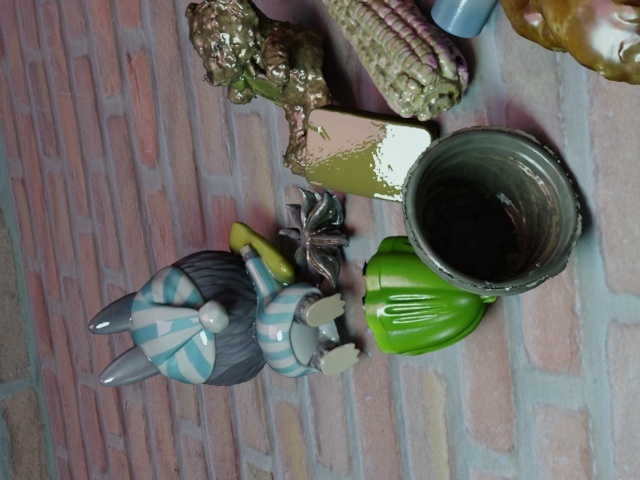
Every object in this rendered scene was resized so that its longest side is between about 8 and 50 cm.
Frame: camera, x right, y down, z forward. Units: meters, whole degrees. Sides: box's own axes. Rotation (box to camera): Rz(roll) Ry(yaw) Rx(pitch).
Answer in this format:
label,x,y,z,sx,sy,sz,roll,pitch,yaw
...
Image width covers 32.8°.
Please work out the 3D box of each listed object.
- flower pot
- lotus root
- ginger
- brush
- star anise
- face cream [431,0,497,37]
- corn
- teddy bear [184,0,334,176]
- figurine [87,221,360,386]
label,x,y,z,sx,sy,sz,roll,pitch,yaw
flower pot,0.214,-0.021,1.425,0.140,0.235,0.235,98,149,-69
lotus root,0.174,0.078,1.546,0.186,0.186,0.186,23,119,50
ginger,0.290,-0.350,1.202,0.274,0.152,0.357,40,149,57
brush,0.076,-0.130,1.621,0.197,0.059,0.123,12,111,19
star anise,0.000,0.000,1.839,0.180,0.061,0.204,44,135,46
face cream,0.221,-0.380,1.385,0.077,0.077,0.250,54,138,30
corn,0.095,-0.309,1.562,0.335,0.127,0.126,60,142,31
teddy bear,-0.092,-0.246,1.735,0.246,0.223,0.296,-175,81,-73
figurine,-0.190,0.182,1.865,0.361,0.378,0.266,23,139,54
